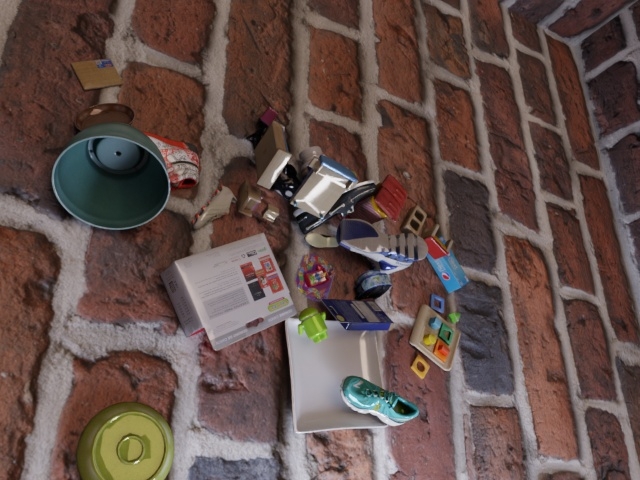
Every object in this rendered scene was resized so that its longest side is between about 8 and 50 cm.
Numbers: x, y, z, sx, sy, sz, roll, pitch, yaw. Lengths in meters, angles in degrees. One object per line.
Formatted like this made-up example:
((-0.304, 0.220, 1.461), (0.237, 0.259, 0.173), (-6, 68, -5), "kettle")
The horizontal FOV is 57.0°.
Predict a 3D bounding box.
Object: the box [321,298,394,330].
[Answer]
((0.117, 0.245, 1.947), (0.225, 0.036, 0.136), (7, 25, -33), "box")

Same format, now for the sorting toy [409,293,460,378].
((0.427, 0.351, 2.149), (0.196, 0.047, 0.347), (37, 53, -15), "sorting toy")

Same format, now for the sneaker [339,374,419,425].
((0.183, 0.484, 1.815), (0.275, 0.110, 0.107), (27, 56, -22), "sneaker")

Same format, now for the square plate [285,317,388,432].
((0.044, 0.420, 1.853), (0.347, 0.049, 0.343), (8, 64, -32), "square plate")

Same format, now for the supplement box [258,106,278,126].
((-0.183, -0.433, 2.070), (0.043, 0.083, 0.055), (39, 89, -13), "supplement box")

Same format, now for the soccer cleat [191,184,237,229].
((-0.326, -0.094, 1.835), (0.076, 0.068, 0.196), (43, 48, -14), "soccer cleat")

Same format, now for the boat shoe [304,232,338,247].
((0.000, 0.002, 2.028), (0.133, 0.042, 0.048), (7, 85, -32), "boat shoe")

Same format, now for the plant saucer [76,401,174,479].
((-0.474, 0.519, 1.459), (0.241, 0.037, 0.240), (14, 62, -28), "plant saucer")

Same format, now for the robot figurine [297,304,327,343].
((-0.023, 0.256, 1.812), (0.101, 0.067, 0.115), (-25, 81, -26), "robot figurine")

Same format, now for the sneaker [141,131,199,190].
((-0.491, -0.234, 1.770), (0.270, 0.090, 0.144), (6, 63, -35), "sneaker")

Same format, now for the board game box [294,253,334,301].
((-0.010, 0.118, 1.969), (0.133, 0.033, 0.168), (31, 54, -19), "board game box")

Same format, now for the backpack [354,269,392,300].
((0.180, 0.148, 2.031), (0.105, 0.114, 0.084), (-2, 64, -34), "backpack")

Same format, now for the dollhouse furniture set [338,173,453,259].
((0.275, -0.041, 2.143), (0.374, 0.201, 0.152), (45, 50, -17), "dollhouse furniture set")

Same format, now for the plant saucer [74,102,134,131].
((-0.627, -0.348, 1.724), (0.169, 0.029, 0.168), (1, 45, -1), "plant saucer")

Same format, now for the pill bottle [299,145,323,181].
((-0.009, -0.231, 2.085), (0.112, 0.112, 0.186), (-10, 74, -37), "pill bottle")

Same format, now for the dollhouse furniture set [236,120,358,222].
((-0.075, -0.193, 1.936), (0.304, 0.286, 0.198), (24, 30, -25), "dollhouse furniture set")

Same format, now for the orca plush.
((-0.134, -0.270, 2.023), (0.151, 0.102, 0.287), (-14, 76, -38), "orca plush")

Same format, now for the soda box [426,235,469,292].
((0.486, 0.092, 2.296), (0.067, 0.071, 0.210), (-27, 85, -40), "soda box")

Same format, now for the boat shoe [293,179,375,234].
((0.060, -0.114, 2.015), (0.303, 0.114, 0.091), (-24, 84, 4), "boat shoe")

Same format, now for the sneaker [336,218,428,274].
((0.197, 0.045, 2.072), (0.316, 0.182, 0.127), (15, 55, -9), "sneaker")

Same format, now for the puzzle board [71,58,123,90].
((-0.688, -0.513, 1.819), (0.128, 0.011, 0.096), (-24, 82, -40), "puzzle board")

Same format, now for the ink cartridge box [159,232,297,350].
((-0.261, 0.156, 1.717), (0.310, 0.130, 0.271), (-19, 82, -39), "ink cartridge box")

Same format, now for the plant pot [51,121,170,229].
((-0.561, -0.203, 1.613), (0.293, 0.293, 0.196), (20, 31, -26), "plant pot")
